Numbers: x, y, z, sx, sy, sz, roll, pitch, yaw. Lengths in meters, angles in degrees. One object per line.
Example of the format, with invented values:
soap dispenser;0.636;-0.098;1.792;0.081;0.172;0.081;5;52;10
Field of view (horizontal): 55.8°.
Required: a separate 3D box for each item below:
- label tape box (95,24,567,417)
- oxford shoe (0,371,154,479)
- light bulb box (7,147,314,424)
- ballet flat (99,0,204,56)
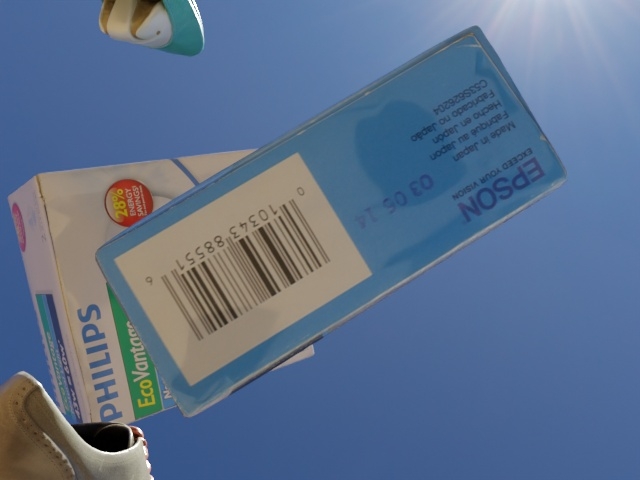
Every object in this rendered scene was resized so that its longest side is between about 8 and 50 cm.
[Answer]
label tape box;0.000;0.000;0.474;0.241;0.333;0.106;-31;-93;-5
oxford shoe;-0.179;0.242;0.545;0.123;0.348;0.130;9;-123;32
light bulb box;-0.245;0.057;0.953;0.361;0.225;0.357;-14;-86;-35
ballet flat;-0.174;-0.227;0.520;0.083;0.247;0.087;9;-114;15
